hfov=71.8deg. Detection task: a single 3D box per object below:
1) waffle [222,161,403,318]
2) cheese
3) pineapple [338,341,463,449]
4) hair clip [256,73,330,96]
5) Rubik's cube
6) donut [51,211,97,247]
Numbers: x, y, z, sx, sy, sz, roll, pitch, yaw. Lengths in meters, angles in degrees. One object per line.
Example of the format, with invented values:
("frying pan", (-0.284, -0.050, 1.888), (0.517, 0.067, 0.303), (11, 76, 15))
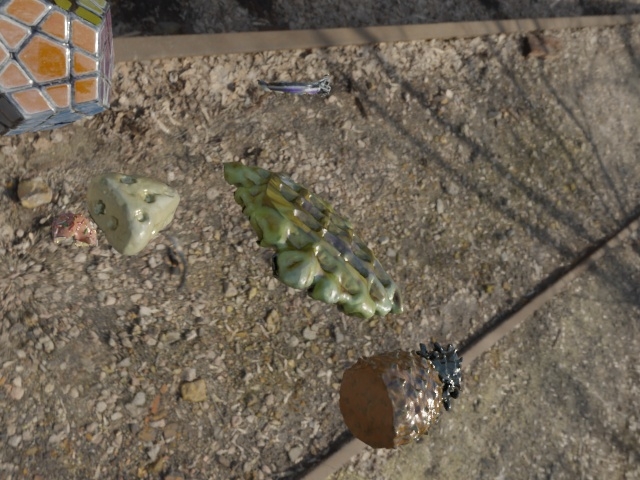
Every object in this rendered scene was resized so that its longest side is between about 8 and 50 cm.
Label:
("waffle", (0.002, -0.002, 0.496), (0.054, 0.223, 0.204), (-45, 140, 15))
("cheese", (-0.579, -0.089, 1.304), (0.248, 0.173, 0.251), (26, 39, -13))
("pineapple", (0.168, 0.257, 0.784), (0.279, 0.158, 0.157), (-2, 87, -44))
("hair clip", (-0.054, -0.366, 1.041), (0.172, 0.116, 0.049), (-12, 106, -33))
("Rubik's cube", (-0.515, -0.339, 0.769), (0.319, 0.319, 0.264), (-29, 108, -33))
("donut", (-0.770, -0.038, 1.391), (0.065, 0.166, 0.117), (-11, 84, 4))
